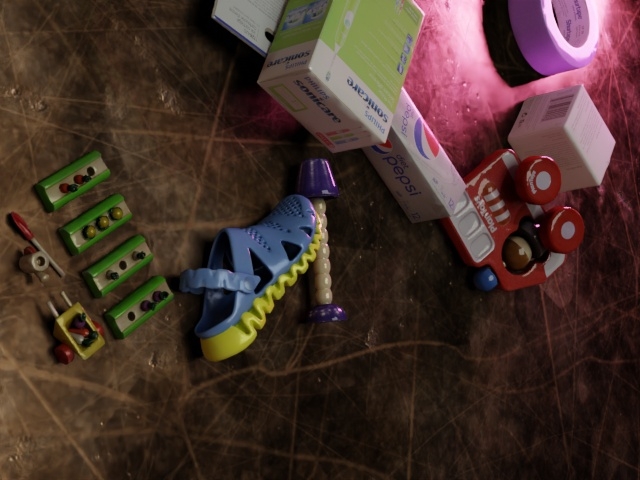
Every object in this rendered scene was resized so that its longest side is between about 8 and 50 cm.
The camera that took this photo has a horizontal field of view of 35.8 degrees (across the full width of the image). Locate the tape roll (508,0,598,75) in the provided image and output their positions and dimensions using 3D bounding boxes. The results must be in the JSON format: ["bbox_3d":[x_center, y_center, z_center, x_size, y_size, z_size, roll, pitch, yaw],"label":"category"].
[{"bbox_3d":[0.557,-0.536,2.361,0.274,0.090,0.275,9,77,-46],"label":"tape roll"}]

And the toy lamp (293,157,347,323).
[{"bbox_3d":[0.000,0.000,1.665,0.080,0.080,0.275,-1,83,-47],"label":"toy lamp"}]

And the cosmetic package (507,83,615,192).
[{"bbox_3d":[0.548,-0.225,2.247,0.184,0.151,0.151,52,50,-27],"label":"cosmetic package"}]

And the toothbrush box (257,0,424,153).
[{"bbox_3d":[0.041,-0.322,1.646,0.206,0.122,0.283,39,56,-38],"label":"toothbrush box"}]

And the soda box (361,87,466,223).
[{"bbox_3d":[0.155,-0.168,1.851,0.286,0.098,0.091,53,49,-26],"label":"soda box"}]

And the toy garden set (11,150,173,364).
[{"bbox_3d":[-0.312,0.027,1.342,0.204,0.049,0.244,-41,113,-43],"label":"toy garden set"}]

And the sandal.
[{"bbox_3d":[-0.107,0.029,1.517,0.138,0.126,0.317,52,48,-22],"label":"sandal"}]

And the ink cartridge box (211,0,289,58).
[{"bbox_3d":[-0.063,-0.420,1.685,0.303,0.072,0.307,32,63,-41],"label":"ink cartridge box"}]

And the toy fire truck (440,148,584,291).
[{"bbox_3d":[0.380,-0.029,2.048,0.254,0.169,0.302,-38,112,-18],"label":"toy fire truck"}]
